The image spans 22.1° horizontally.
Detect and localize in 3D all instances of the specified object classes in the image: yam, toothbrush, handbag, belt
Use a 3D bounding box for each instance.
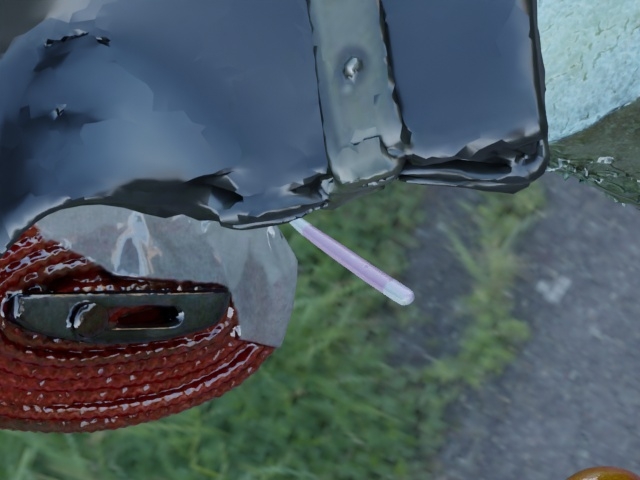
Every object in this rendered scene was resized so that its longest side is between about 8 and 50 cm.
[{"bbox_3d":[0.339,-0.115,1.507,0.241,0.348,0.241,-37,40,39],"label":"yam"},{"bbox_3d":[0.000,0.000,1.752,0.020,0.025,0.286,-31,45,-27],"label":"toothbrush"},{"bbox_3d":[-0.093,-0.112,0.484,0.342,0.152,0.288,-18,69,1],"label":"handbag"},{"bbox_3d":[-0.112,0.019,0.769,0.124,0.200,0.128,23,113,55],"label":"belt"}]

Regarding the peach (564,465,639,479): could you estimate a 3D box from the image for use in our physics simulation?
[{"bbox_3d":[0.250,0.251,1.492,0.100,0.100,0.101,-21,56,35],"label":"peach"}]
